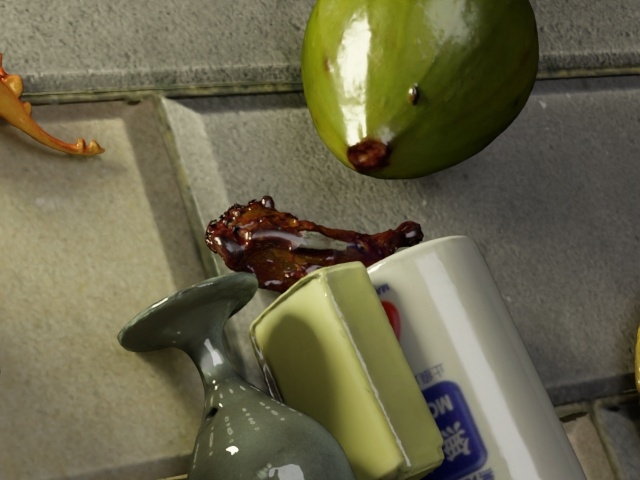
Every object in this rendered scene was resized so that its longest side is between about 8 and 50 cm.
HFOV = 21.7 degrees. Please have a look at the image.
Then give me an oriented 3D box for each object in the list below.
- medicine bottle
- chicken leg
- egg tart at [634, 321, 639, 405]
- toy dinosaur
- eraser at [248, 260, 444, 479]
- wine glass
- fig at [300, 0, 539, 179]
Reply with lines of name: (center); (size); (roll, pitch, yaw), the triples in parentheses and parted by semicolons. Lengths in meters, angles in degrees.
medicine bottle: (0.132, 0.173, 1.309); (0.130, 0.130, 0.341); (-12, 71, -35)
chicken leg: (0.000, 0.005, 1.381); (0.205, 0.053, 0.093); (15, 43, -28)
egg tart: (0.420, 0.132, 1.508); (0.294, 0.123, 0.294); (14, 57, -22)
toy dinosaur: (-0.295, -0.120, 1.264); (0.288, 0.070, 0.117); (2, 62, -35)
eraser: (0.019, 0.116, 1.282); (0.058, 0.117, 0.172); (-11, 70, -39)
wine glass: (-0.051, 0.151, 1.218); (0.126, 0.126, 0.241); (-16, 71, -36)
fig: (0.082, -0.146, 1.415); (0.203, 0.203, 0.225); (32, 45, -11)
